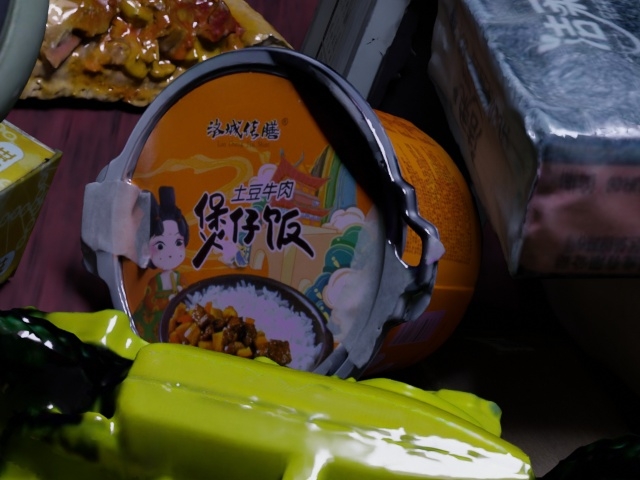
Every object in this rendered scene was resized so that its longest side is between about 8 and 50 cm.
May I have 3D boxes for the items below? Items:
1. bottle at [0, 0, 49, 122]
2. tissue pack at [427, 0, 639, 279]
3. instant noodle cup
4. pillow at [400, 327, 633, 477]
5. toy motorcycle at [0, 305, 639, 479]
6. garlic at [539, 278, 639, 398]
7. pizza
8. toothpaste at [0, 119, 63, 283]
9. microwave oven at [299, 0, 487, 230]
[{"bbox_3d":[-0.259,-0.089,0.814,0.168,0.168,0.347,-3,-1,-37],"label":"bottle"},{"bbox_3d":[0.225,-0.065,0.995,0.315,0.103,0.228,0,29,-10],"label":"tissue pack"},{"bbox_3d":[0.000,0.000,0.974,0.208,0.178,0.125,26,13,35],"label":"instant noodle cup"},{"bbox_3d":[0.124,0.113,0.989,0.130,0.033,0.217,0,36,-29],"label":"pillow"},{"bbox_3d":[-0.003,0.115,0.762,0.342,0.206,0.142,11,40,9],"label":"toy motorcycle"},{"bbox_3d":[0.223,0.044,1.108,0.338,0.151,0.196,27,2,23],"label":"garlic"},{"bbox_3d":[-0.161,-0.150,1.183,0.289,0.081,0.229,29,30,8],"label":"pizza"},{"bbox_3d":[-0.224,0.027,0.842,0.071,0.089,0.313,33,31,10],"label":"toothpaste"},{"bbox_3d":[0.072,-0.129,1.174,0.122,0.208,0.162,15,30,-13],"label":"microwave oven"}]
